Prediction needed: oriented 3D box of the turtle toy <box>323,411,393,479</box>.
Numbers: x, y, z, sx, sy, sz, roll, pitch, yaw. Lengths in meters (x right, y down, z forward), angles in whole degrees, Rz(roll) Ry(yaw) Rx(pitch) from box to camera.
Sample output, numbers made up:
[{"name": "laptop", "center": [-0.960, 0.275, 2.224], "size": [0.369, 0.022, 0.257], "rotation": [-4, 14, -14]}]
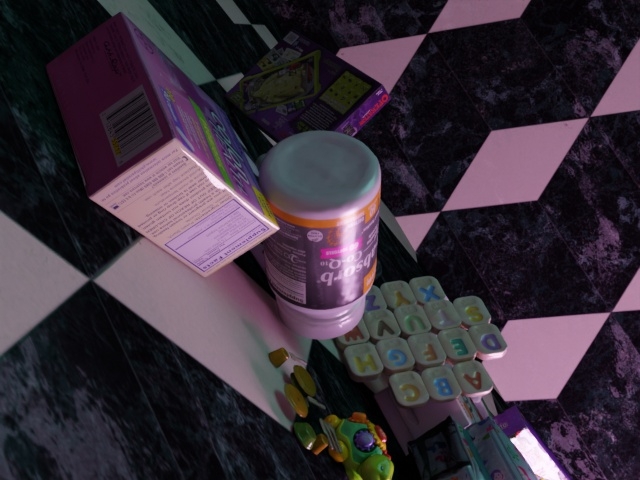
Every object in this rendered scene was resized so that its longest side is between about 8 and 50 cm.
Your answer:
[{"name": "turtle toy", "center": [0.058, 0.280, 1.246], "size": [0.095, 0.066, 0.130], "rotation": [51, 11, -31]}]

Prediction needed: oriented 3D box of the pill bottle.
[{"name": "pill bottle", "center": [0.000, 0.000, 1.306], "size": [0.278, 0.162, 0.162], "rotation": [89, -16, -45]}]

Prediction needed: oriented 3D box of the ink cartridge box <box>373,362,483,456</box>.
[{"name": "ink cartridge box", "center": [0.194, 0.298, 1.676], "size": [0.128, 0.127, 0.176], "rotation": [60, 11, 16]}]

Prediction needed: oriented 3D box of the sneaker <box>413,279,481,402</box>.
[{"name": "sneaker", "center": [0.190, 0.207, 1.839], "size": [0.293, 0.169, 0.108], "rotation": [65, 36, -27]}]

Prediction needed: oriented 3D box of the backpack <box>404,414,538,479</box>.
[{"name": "backpack", "center": [0.255, 0.419, 1.470], "size": [0.225, 0.191, 0.253], "rotation": [53, 16, -28]}]

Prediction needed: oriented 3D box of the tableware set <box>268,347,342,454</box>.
[{"name": "tableware set", "center": [-0.027, 0.205, 1.207], "size": [0.104, 0.024, 0.154], "rotation": [39, 22, -52]}]

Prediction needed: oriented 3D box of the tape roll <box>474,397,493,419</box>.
[{"name": "tape roll", "center": [0.311, 0.361, 2.201], "size": [0.321, 0.077, 0.321], "rotation": [55, 9, -14]}]

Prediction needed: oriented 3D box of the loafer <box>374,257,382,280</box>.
[{"name": "loafer", "center": [0.017, -0.010, 1.964], "size": [0.109, 0.095, 0.303], "rotation": [2, 45, -41]}]

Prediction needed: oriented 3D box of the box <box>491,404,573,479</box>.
[{"name": "box", "center": [0.330, 0.435, 1.698], "size": [0.293, 0.201, 0.057], "rotation": [51, 13, -36]}]

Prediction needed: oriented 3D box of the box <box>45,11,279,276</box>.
[{"name": "box", "center": [-0.185, -0.108, 1.130], "size": [0.243, 0.117, 0.214], "rotation": [44, 17, -55]}]

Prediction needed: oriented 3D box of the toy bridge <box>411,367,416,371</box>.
[{"name": "toy bridge", "center": [0.206, 0.328, 1.824], "size": [0.188, 0.063, 0.026], "rotation": [56, 10, -17]}]

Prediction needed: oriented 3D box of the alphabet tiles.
[{"name": "alphabet tiles", "center": [0.169, 0.164, 1.628], "size": [0.278, 0.284, 0.021], "rotation": [-112, -160, -44]}]

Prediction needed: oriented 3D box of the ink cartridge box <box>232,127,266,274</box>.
[{"name": "ink cartridge box", "center": [-0.109, -0.058, 1.507], "size": [0.333, 0.065, 0.165], "rotation": [57, 9, -5]}]

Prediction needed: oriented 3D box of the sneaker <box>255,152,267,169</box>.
[{"name": "sneaker", "center": [-0.034, -0.069, 1.817], "size": [0.256, 0.094, 0.151], "rotation": [50, 9, -42]}]

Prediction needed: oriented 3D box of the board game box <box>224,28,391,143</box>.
[{"name": "board game box", "center": [-0.035, -0.285, 1.880], "size": [0.347, 0.208, 0.056], "rotation": [43, -8, 46]}]
